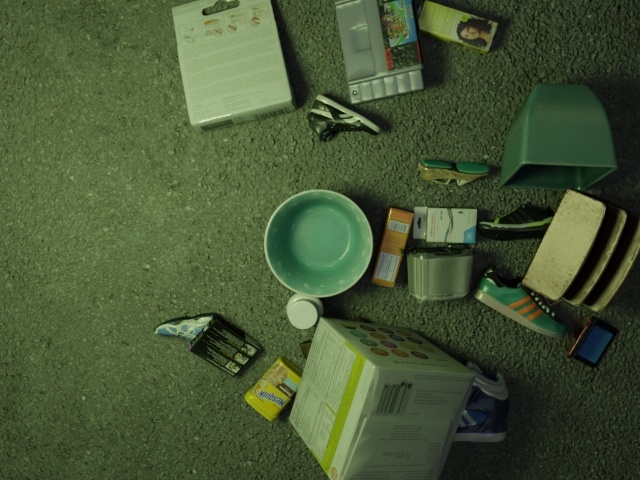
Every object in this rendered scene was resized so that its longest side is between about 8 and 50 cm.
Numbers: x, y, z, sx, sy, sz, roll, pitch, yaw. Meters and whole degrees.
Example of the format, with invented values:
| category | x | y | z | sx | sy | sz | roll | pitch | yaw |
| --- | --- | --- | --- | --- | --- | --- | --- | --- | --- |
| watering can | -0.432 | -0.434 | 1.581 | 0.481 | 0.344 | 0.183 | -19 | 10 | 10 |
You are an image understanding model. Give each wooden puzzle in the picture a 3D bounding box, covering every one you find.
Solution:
| category | x | y | z | sx | sy | sz | roll | pitch | yaw |
| --- | --- | --- | --- | --- | --- | --- | --- | --- | --- |
| wooden puzzle | 0.711 | 0.162 | 1.829 | 0.116 | 0.014 | 0.078 | -35 | 94 | 7 |

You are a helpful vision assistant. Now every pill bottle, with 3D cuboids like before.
| category | x | y | z | sx | sy | sz | roll | pitch | yaw |
| --- | --- | --- | --- | --- | --- | --- | --- | --- | --- |
| pill bottle | -0.043 | 0.201 | 1.797 | 0.112 | 0.186 | 0.112 | 0 | 98 | 4 |

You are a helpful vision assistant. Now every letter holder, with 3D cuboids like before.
| category | x | y | z | sx | sy | sz | roll | pitch | yaw |
| --- | --- | --- | --- | --- | --- | --- | --- | --- | --- |
| letter holder | 0.742 | 0.036 | 1.675 | 0.214 | 0.152 | 0.301 | 34 | 110 | 38 |

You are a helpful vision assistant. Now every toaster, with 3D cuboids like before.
| category | x | y | z | sx | sy | sz | roll | pitch | yaw |
| --- | --- | --- | --- | --- | --- | --- | --- | --- | --- |
| toaster | 0.345 | 0.093 | 1.775 | 0.227 | 0.129 | 0.146 | -4 | 100 | -14 |

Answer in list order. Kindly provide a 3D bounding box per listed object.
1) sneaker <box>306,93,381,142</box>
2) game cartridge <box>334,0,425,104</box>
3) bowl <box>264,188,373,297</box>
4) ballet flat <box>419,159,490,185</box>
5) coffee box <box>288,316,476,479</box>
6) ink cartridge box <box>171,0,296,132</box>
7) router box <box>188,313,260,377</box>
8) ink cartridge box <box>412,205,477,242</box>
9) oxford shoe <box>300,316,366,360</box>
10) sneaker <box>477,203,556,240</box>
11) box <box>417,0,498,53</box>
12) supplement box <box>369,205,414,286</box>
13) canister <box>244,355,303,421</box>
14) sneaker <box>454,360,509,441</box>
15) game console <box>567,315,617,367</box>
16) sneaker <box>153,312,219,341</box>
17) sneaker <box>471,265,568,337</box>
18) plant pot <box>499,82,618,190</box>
| category | x | y | z | sx | sy | sz | roll | pitch | yaw |
| --- | --- | --- | --- | --- | --- | --- | --- | --- | --- |
| sneaker | 0.062 | -0.333 | 1.784 | 0.217 | 0.079 | 0.121 | 29 | 102 | 8 |
| game cartridge | 0.169 | -0.587 | 1.720 | 0.230 | 0.068 | 0.355 | -7 | 97 | 25 |
| bowl | 0.000 | 0.000 | 1.781 | 0.312 | 0.163 | 0.311 | 1 | 97 | 4 |
| ballet flat | 0.396 | -0.198 | 1.788 | 0.206 | 0.073 | 0.067 | 7 | 125 | 6 |
| coffee box | 0.159 | 0.443 | 1.689 | 0.338 | 0.334 | 0.338 | 12 | 100 | -28 |
| ink cartridge box | -0.260 | -0.540 | 1.789 | 0.308 | 0.091 | 0.385 | -13 | 79 | 6 |
| router box | -0.298 | 0.330 | 1.871 | 0.179 | 0.046 | 0.133 | 39 | 98 | -25 |
| ink cartridge box | 0.371 | -0.047 | 1.802 | 0.180 | 0.060 | 0.104 | 1 | 98 | 4 |
| oxford shoe | 0.035 | 0.290 | 1.858 | 0.227 | 0.083 | 0.096 | -32 | 90 | 6 |
| sneaker | 0.586 | -0.058 | 1.792 | 0.235 | 0.084 | 0.097 | 0 | 66 | 7 |
| box | 0.383 | -0.615 | 1.730 | 0.232 | 0.058 | 0.087 | 17 | 98 | 2 |
| supplement box | 0.213 | 0.018 | 1.813 | 0.080 | 0.078 | 0.233 | 16 | 99 | -1 |
| canister | -0.138 | 0.465 | 1.896 | 0.126 | 0.073 | 0.170 | 40 | 96 | -2 |
| sneaker | 0.412 | 0.485 | 1.845 | 0.323 | 0.130 | 0.236 | 1 | 88 | 8 |
| game console | 0.819 | 0.309 | 1.808 | 0.085 | 0.124 | 0.144 | 31 | 99 | 26 |
| sneaker | -0.420 | 0.281 | 1.887 | 0.211 | 0.080 | 0.081 | -7 | 95 | 5 |
| sneaker | 0.613 | 0.182 | 1.791 | 0.302 | 0.108 | 0.121 | 27 | 102 | 1 |
| plant pot | 0.650 | -0.292 | 1.668 | 0.248 | 0.247 | 0.252 | 3 | 81 | 3 |
